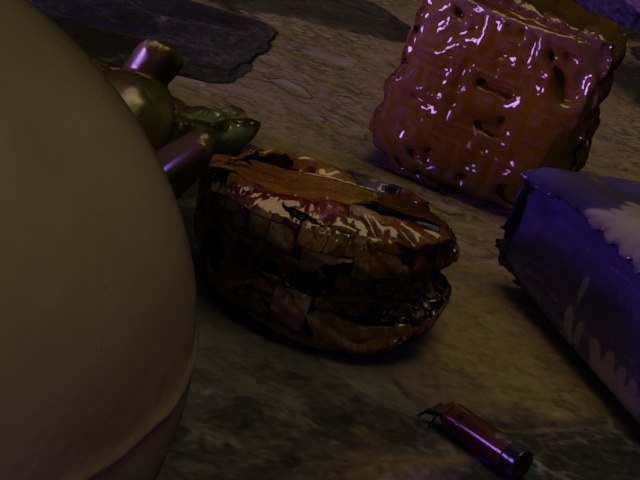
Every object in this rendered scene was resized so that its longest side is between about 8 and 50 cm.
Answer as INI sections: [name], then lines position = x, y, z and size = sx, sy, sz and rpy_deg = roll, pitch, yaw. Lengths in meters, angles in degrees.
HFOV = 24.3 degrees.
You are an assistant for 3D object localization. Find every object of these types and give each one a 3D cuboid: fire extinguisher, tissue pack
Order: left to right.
[fire extinguisher]
position = 0.102, 0.130, 0.986
size = 0.028, 0.022, 0.083
rpy_deg = -34, 46, -27
[tissue pack]
position = 0.317, 0.062, 1.189
size = 0.242, 0.125, 0.343
rpy_deg = 9, 20, -21

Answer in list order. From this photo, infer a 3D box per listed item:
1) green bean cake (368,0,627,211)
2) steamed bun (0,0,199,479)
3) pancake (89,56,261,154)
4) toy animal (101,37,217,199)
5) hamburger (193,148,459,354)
[green bean cake]
position = 0.183, -0.154, 1.542
size = 0.230, 0.224, 0.131
rpy_deg = 25, 20, 13
[steamed bun]
position = -0.234, 0.013, 0.595
size = 0.374, 0.333, 0.334
rpy_deg = 22, 20, 14
[pancake]
position = -0.243, -0.139, 1.415
size = 0.377, 0.054, 0.197
rpy_deg = 15, 20, -9
[toy animal]
position = -0.170, -0.024, 0.951
size = 0.181, 0.180, 0.363
rpy_deg = 16, 20, -18
[hamburger]
position = 0.000, 0.000, 1.141
size = 0.231, 0.106, 0.231
rpy_deg = 12, 16, -3
